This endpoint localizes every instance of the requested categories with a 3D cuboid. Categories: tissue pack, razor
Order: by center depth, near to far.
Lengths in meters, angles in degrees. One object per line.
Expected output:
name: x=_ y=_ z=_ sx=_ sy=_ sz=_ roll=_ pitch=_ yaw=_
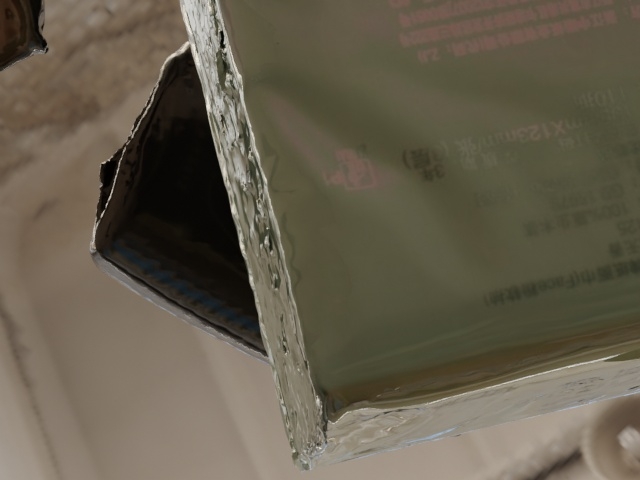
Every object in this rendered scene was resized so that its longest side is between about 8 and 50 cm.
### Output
tissue pack: x=0.145 y=-0.085 z=0.957 sx=0.405 sy=0.205 sz=0.332 roll=-12 pitch=-105 yaw=-9
razor: x=0.000 y=0.000 z=1.408 sx=0.349 sy=0.113 sz=0.204 roll=27 pitch=-100 yaw=-10

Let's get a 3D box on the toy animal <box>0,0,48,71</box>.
toy animal: x=-0.217 y=-0.254 z=0.907 sx=0.106 sy=0.168 sz=0.343 roll=-12 pitch=-98 yaw=11
